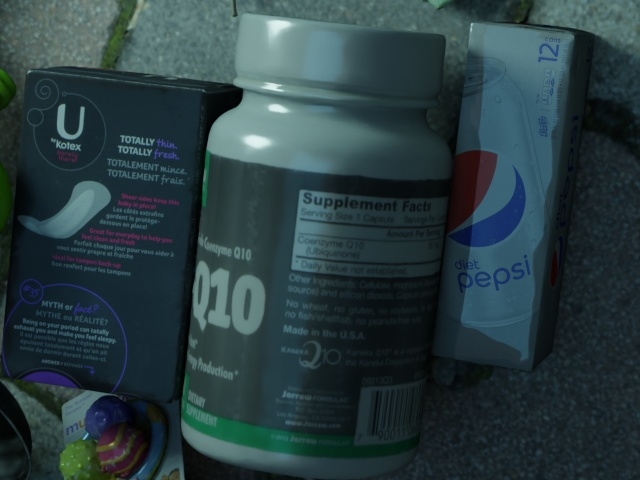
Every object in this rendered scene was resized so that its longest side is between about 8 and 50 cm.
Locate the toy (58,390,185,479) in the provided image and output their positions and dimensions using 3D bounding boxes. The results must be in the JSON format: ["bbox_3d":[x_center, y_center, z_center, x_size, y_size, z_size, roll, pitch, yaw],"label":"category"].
[{"bbox_3d":[-0.190,0.201,1.614,0.137,0.056,0.237,-29,46,19],"label":"toy"}]

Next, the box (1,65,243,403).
[{"bbox_3d":[-0.172,-0.010,1.579,0.165,0.143,0.270,8,98,10],"label":"box"}]

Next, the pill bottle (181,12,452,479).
[{"bbox_3d":[0.000,0.000,1.492,0.204,0.204,0.361,8,97,17],"label":"pill bottle"}]

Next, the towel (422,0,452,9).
[{"bbox_3d":[0.089,-0.395,1.536,0.248,0.038,0.325,-40,83,17],"label":"towel"}]

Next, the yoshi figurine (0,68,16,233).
[{"bbox_3d":[-0.359,-0.089,1.581,0.203,0.362,0.204,-12,124,-4],"label":"yoshi figurine"}]

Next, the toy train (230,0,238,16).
[{"bbox_3d":[-0.150,-0.321,1.602,0.143,0.105,0.248,7,113,34],"label":"toy train"}]

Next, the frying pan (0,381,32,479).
[{"bbox_3d":[-0.368,0.111,1.657,0.197,0.053,0.326,9,137,32],"label":"frying pan"}]

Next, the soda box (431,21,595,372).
[{"bbox_3d":[0.163,-0.040,1.523,0.091,0.098,0.286,9,100,17],"label":"soda box"}]
